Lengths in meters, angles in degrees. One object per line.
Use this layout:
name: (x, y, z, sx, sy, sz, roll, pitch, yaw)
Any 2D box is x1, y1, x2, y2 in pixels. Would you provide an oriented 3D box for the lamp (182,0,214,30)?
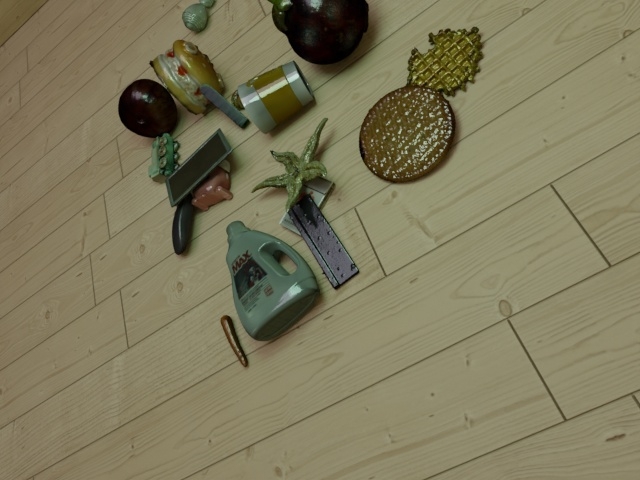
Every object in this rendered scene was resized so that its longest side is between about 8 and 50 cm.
lamp: (-0.531, -1.000, 2.166, 0.106, 0.106, 0.193, 10, 67, 33)

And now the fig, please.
fig: (-0.694, -0.532, 1.996, 0.234, 0.235, 0.215, -15, 65, 25)

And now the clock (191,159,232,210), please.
clock: (-0.400, -0.213, 1.789, 0.165, 0.092, 0.162, -22, 59, 22)

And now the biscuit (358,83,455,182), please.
biscuit: (0.251, -0.315, 1.463, 0.305, 0.038, 0.306, -8, 75, 31)

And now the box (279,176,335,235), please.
box: (-0.044, -0.116, 1.579, 0.109, 0.029, 0.198, 28, 88, 35)

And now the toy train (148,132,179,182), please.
toy train: (-0.629, -0.331, 1.977, 0.125, 0.080, 0.194, -23, 63, 26)

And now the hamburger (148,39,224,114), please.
hamburger: (-0.503, -0.651, 1.929, 0.186, 0.261, 0.303, -39, 31, 7)

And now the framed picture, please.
framed picture: (-0.443, -0.264, 1.791, 0.296, 0.019, 0.232, -41, 38, 7)

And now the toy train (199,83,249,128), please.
toy train: (-0.356, -0.499, 1.836, 0.209, 0.042, 0.044, 41, 95, -1)

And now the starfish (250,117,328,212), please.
starfish: (-0.085, -0.209, 1.575, 0.347, 0.078, 0.358, -16, 49, 35)

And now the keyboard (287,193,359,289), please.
keyboard: (0.000, 0.000, 1.493, 0.101, 0.018, 0.310, -37, 64, 10)

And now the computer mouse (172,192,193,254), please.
computer mouse: (-0.504, -0.064, 1.792, 0.120, 0.057, 0.233, -30, 53, 59)

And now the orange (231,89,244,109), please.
orange: (-0.301, -0.542, 1.873, 0.086, 0.062, 0.086, -12, 63, 25)

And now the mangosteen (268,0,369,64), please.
mangosteen: (-0.021, -0.736, 1.619, 0.359, 0.306, 0.306, 3, 72, 4)

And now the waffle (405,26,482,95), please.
waffle: (0.366, -0.534, 1.487, 0.228, 0.051, 0.232, 5, 75, 29)

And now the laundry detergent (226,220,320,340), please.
laundry detergent: (-0.181, 0.082, 1.532, 0.264, 0.124, 0.398, -41, 54, 12)

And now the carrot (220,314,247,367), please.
carrot: (-0.267, 0.315, 1.546, 0.037, 0.037, 0.190, -38, 61, 13)

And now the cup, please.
cup: (-0.152, -0.510, 1.723, 0.226, 0.185, 0.241, -26, 29, 14)
